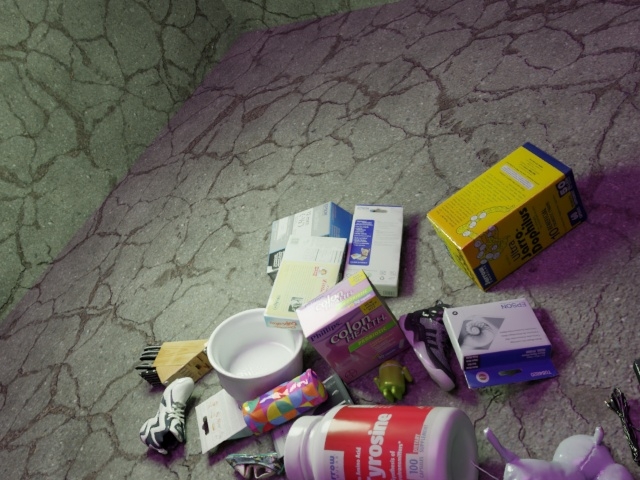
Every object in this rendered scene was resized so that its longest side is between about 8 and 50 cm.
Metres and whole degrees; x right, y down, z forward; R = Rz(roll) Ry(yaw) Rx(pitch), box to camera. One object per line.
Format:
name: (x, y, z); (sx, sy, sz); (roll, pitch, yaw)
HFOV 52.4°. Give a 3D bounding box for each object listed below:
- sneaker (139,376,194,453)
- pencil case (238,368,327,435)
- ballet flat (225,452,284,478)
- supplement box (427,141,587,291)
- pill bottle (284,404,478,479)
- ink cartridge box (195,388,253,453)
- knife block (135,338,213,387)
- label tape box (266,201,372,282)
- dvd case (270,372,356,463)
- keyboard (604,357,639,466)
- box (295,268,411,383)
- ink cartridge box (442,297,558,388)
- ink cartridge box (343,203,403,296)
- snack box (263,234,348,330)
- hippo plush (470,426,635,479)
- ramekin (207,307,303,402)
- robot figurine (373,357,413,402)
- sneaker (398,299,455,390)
sneaker: (-0.437, 0.540, 1.973); (0.153, 0.094, 0.235); (20, 64, 46)
pencil case: (-0.101, 0.432, 1.746); (0.236, 0.104, 0.104); (-26, 39, 10)
ballet flat: (-0.179, 0.603, 1.733); (0.188, 0.070, 0.070); (-14, 42, 29)
supplement box: (0.513, -0.067, 1.793); (0.356, 0.194, 0.195); (-36, 37, 1)
pill bottle: (0.130, 0.491, 1.474); (0.407, 0.229, 0.229); (-8, 45, 32)
ink cartridge box: (-0.254, 0.507, 1.906); (0.224, 0.056, 0.181); (-36, 37, 8)
knife block: (-0.481, 0.386, 2.172); (0.275, 0.088, 0.242); (-40, 38, -3)
label tape box: (0.000, 0.000, 2.187); (0.347, 0.115, 0.249); (-20, 41, 22)
dvd case: (-0.025, 0.470, 1.737); (0.238, 0.030, 0.179); (-35, 23, -1)
keyboard: (0.704, 0.372, 1.318); (0.201, 0.033, 0.317); (-21, 39, 19)
box: (0.092, 0.237, 1.760); (0.213, 0.243, 0.117); (-32, 37, 5)
ink cartridge box: (0.434, 0.243, 1.578); (0.223, 0.045, 0.224); (-8, 41, -5)
ink cartridge box: (0.171, 0.025, 2.027); (0.165, 0.065, 0.333); (3, 49, 11)
snack box: (-0.037, 0.123, 1.945); (0.187, 0.060, 0.322); (4, 49, 14)
hippo plush: (0.475, 0.496, 1.269); (0.236, 0.234, 0.294); (-19, 46, -28)
ramekin: (-0.180, 0.338, 1.889); (0.277, 0.135, 0.277); (-5, 37, 4)
robot figurine: (0.186, 0.362, 1.698); (0.101, 0.067, 0.115); (-28, 37, 24)
sneaker: (0.314, 0.256, 1.682); (0.153, 0.101, 0.269); (-33, 38, 4)
